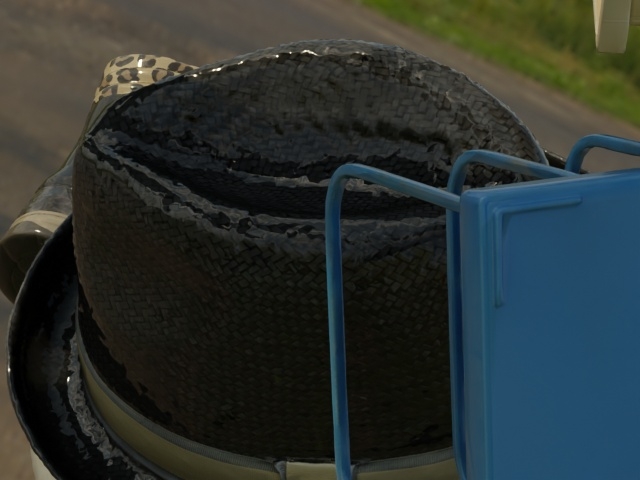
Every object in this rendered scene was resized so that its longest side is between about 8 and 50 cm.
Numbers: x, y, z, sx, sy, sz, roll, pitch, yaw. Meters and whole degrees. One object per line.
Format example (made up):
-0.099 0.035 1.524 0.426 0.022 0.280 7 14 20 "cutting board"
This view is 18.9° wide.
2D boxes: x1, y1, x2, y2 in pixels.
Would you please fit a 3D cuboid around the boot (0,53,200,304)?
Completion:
-0.077 0.008 1.686 0.377 0.138 0.284 25 43 -10 "boot"

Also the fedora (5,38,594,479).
0.000 0.000 0.917 0.334 0.152 0.334 -5 46 5 "fedora"

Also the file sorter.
0.096 0.029 0.532 0.170 0.118 0.104 -8 13 -24 "file sorter"

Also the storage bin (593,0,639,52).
0.186 -0.253 0.818 0.123 0.262 0.260 3 34 3 "storage bin"

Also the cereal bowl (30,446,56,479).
-0.038 0.177 1.408 0.339 0.339 0.141 20 28 -27 "cereal bowl"
